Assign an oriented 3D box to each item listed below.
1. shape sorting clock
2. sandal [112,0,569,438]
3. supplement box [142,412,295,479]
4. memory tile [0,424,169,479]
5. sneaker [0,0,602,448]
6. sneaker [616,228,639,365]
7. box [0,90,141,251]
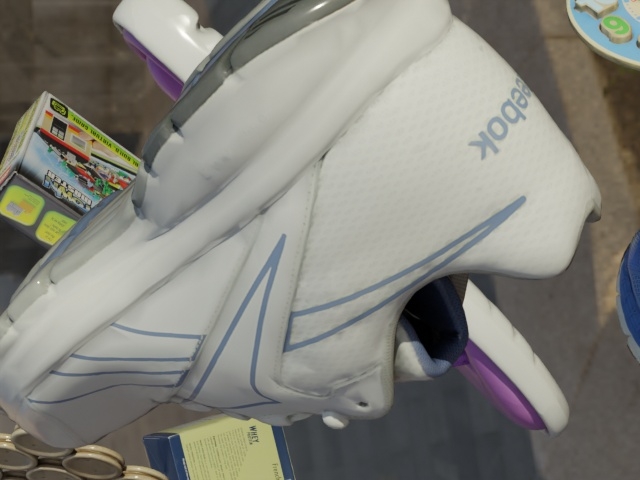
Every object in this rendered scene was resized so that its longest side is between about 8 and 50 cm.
[{"bbox_3d":[0.315,-0.212,1.182,0.206,0.206,0.040,-118,9,-48],"label":"shape sorting clock"},{"bbox_3d":[0.000,0.000,0.953,0.416,0.102,0.169,45,179,-2],"label":"sandal"},{"bbox_3d":[-0.068,0.164,0.958,0.056,0.083,0.083,-14,90,63],"label":"supplement box"},{"bbox_3d":[-0.174,0.147,0.855,0.148,0.113,0.012,-23,47,38],"label":"memory tile"},{"bbox_3d":[-0.027,0.022,0.485,0.129,0.111,0.297,42,141,-7],"label":"sneaker"},{"bbox_3d":[0.345,0.078,1.074,0.330,0.130,0.147,-119,29,-48],"label":"sneaker"},{"bbox_3d":[-0.118,-0.003,0.916,0.036,0.207,0.114,-44,23,24],"label":"box"}]
